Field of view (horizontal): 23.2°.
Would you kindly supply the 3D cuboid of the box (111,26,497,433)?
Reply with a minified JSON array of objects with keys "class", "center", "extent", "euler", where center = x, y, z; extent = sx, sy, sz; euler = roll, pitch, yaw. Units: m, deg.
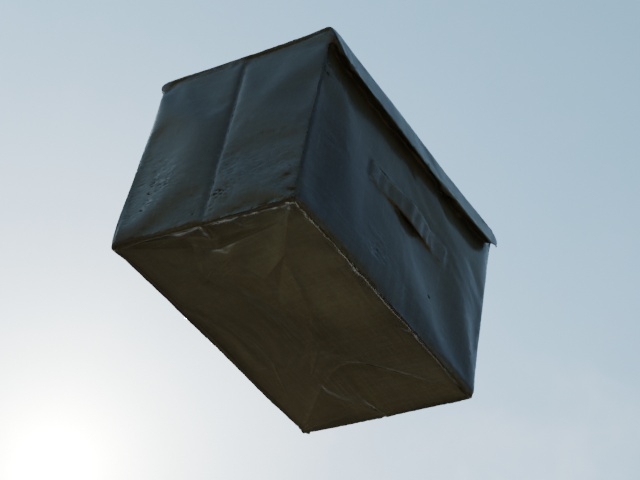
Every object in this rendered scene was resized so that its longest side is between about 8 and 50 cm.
[{"class":"box","center":[0.000,0.000,1.063],"extent":[0.155,0.149,0.231],"euler":[-14,-45,30]}]
